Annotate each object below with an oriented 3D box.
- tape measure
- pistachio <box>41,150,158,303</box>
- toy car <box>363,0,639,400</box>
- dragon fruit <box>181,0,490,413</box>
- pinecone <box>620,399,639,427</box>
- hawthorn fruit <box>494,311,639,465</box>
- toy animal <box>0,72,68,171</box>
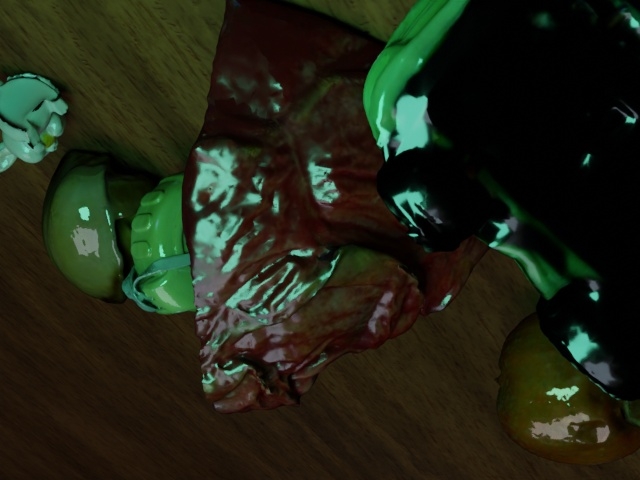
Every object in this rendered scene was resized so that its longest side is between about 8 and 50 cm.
[{"bbox_3d":[-0.116,0.005,1.710,0.177,0.154,0.087,-2,180,-38],"label":"tape measure"},{"bbox_3d":[-0.234,-0.013,1.819,0.130,0.165,0.210,-13,156,-23],"label":"pistachio"},{"bbox_3d":[0.188,-0.045,1.065,0.358,0.213,0.176,38,-168,-23],"label":"toy car"},{"bbox_3d":[0.000,0.000,1.447,0.302,0.330,0.240,21,-179,-7],"label":"dragon fruit"},{"bbox_3d":[0.306,0.045,1.343,0.221,0.221,0.221,18,159,7],"label":"pinecone"},{"bbox_3d":[0.314,0.140,1.695,0.285,0.165,0.165,-8,149,23],"label":"hawthorn fruit"},{"bbox_3d":[-0.292,-0.111,1.701,0.085,0.071,0.124,18,159,6],"label":"toy animal"}]
